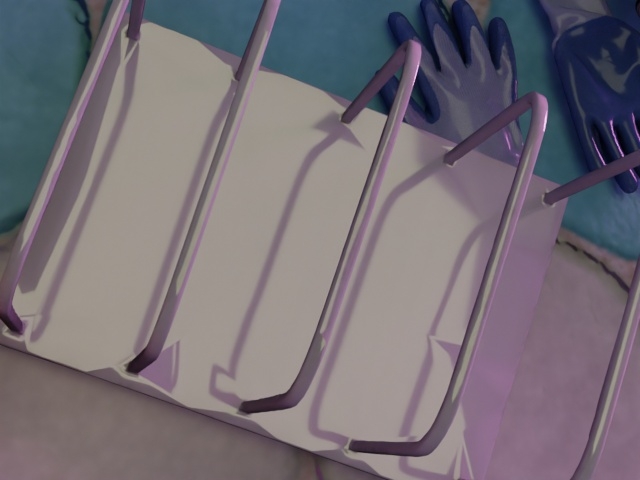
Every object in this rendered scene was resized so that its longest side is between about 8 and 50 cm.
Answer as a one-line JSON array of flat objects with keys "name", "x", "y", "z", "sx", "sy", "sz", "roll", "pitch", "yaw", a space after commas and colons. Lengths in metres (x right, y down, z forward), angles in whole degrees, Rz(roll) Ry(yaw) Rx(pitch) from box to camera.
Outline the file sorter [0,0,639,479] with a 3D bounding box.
[{"name": "file sorter", "x": 0.000, "y": 0.000, "z": 0.573, "sx": 0.277, "sy": 0.173, "sz": 0.193, "roll": 21, "pitch": 78, "yaw": -7}]

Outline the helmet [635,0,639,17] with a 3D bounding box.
[{"name": "helmet", "x": 0.269, "y": -0.210, "z": 0.708, "sx": 0.161, "sy": 0.169, "sz": 0.169, "roll": -4, "pitch": 79, "yaw": -4}]

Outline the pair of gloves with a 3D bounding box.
[{"name": "pair of gloves", "x": 0.136, "y": -0.090, "z": 0.718, "sx": 0.198, "sy": 0.023, "sz": 0.159, "roll": -18, "pitch": 85, "yaw": -17}]
